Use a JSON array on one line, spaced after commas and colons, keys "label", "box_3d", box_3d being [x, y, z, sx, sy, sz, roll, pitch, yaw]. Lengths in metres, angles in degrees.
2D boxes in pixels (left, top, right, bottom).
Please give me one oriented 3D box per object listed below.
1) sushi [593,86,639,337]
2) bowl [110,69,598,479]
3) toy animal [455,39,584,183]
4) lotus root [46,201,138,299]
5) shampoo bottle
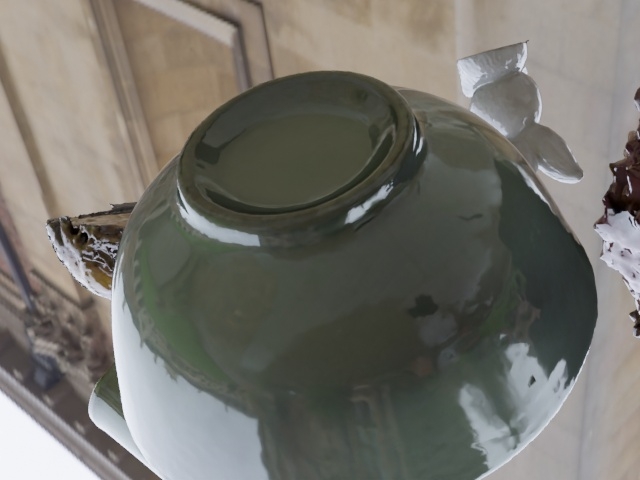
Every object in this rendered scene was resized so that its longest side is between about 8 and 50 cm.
[{"label": "sushi", "box_3d": [0.311, -0.023, 0.695, 0.236, 0.270, 0.171, -42, -142, -10]}, {"label": "bowl", "box_3d": [0.000, 0.000, 0.633, 0.289, 0.146, 0.289, -11, -139, 10]}, {"label": "toy animal", "box_3d": [0.265, -0.157, 1.539, 0.103, 0.221, 0.131, -21, -175, -10]}, {"label": "lotus root", "box_3d": [-0.087, 0.008, 0.976, 0.167, 0.078, 0.329, 12, -170, 35]}, {"label": "shampoo bottle", "box_3d": [-0.116, 0.213, 1.121, 0.234, 0.118, 0.087, 37, -121, 14]}]
